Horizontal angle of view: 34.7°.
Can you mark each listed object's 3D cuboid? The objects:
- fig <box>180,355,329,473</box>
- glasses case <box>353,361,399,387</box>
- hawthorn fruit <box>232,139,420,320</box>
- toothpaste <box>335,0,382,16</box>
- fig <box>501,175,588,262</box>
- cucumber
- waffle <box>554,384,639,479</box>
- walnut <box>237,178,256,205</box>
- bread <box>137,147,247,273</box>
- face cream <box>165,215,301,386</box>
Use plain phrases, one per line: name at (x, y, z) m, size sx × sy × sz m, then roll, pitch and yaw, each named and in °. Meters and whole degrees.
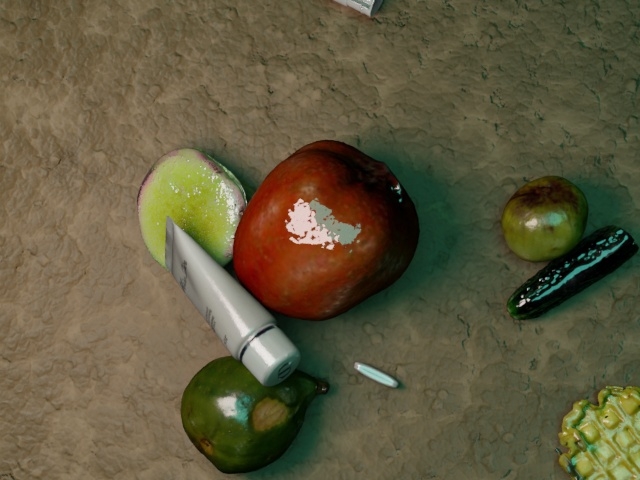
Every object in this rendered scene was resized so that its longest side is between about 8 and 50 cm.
fig at (-0.104, 0.276, 1.697) m, size 0.244 × 0.195 × 0.195 m, roll -20°, pitch 82°, yaw -33°
glasses case at (0.095, 0.229, 1.746) m, size 0.083 × 0.032 × 0.021 m, roll 25°, pitch 89°, yaw 4°
hawthorn fruit at (0.004, -0.013, 1.653) m, size 0.311 × 0.295 × 0.295 m, roll -31°, pitch 83°, yaw -5°
toothpaste at (-0.037, -0.494, 1.821) m, size 0.323 × 0.066 × 0.100 m, roll 28°, pitch 86°, yaw 11°
fig at (0.373, -0.036, 1.713) m, size 0.153 × 0.120 × 0.136 m, roll -40°, pitch 38°, yaw 20°
cucumber at (0.417, 0.058, 1.727) m, size 0.241 × 0.074 × 0.074 m, roll -34°, pitch 83°, yaw 1°
waffle at (0.530, 0.375, 1.691) m, size 0.280 × 0.060 × 0.262 m, roll 8°, pitch 84°, yaw 4°
walnut at (-0.150, -0.065, 1.770) m, size 0.092 × 0.092 × 0.092 m, roll 0°, pitch 84°, yaw 3°
bread at (-0.226, -0.046, 1.747) m, size 0.228 × 0.033 × 0.229 m, roll 4°, pitch 97°, yaw 30°
face cream at (-0.154, 0.100, 1.651) m, size 0.089 × 0.143 × 0.314 m, roll -30°, pitch 61°, yaw -26°
